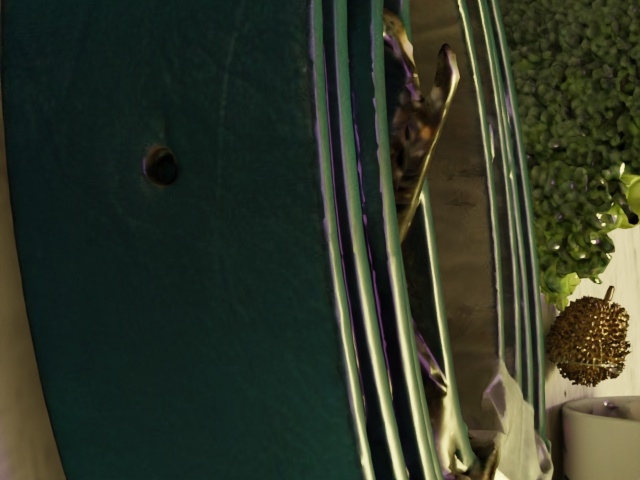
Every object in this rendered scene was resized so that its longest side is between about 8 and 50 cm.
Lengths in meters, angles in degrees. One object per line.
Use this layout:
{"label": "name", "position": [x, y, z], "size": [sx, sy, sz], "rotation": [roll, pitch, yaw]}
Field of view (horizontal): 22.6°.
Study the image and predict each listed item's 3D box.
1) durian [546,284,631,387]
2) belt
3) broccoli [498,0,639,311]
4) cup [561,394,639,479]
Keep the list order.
{"label": "durian", "position": [0.230, 0.080, 1.355], "size": [0.080, 0.080, 0.091], "rotation": [18, 94, -64]}
{"label": "belt", "position": [0.000, -0.002, 0.747], "size": [0.300, 0.173, 0.437], "rotation": [-34, 120, -64]}
{"label": "broccoli", "position": [0.267, -0.157, 1.273], "size": [0.353, 0.275, 0.397], "rotation": [-51, 158, 22]}
{"label": "cup", "position": [0.313, 0.301, 1.373], "size": [0.212, 0.212, 0.317], "rotation": [-1, 91, -65]}
